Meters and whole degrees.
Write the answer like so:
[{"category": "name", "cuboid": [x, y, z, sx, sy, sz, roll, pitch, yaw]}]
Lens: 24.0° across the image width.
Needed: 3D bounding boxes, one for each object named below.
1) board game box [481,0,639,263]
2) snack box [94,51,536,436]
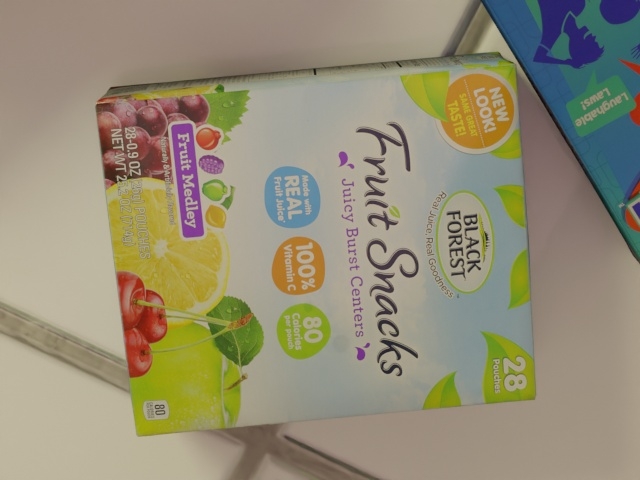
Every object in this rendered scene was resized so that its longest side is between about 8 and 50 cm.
[{"category": "board game box", "cuboid": [0.180, -0.103, 0.736, 0.160, 0.047, 0.210, -33, 114, 7]}, {"category": "snack box", "cuboid": [0.000, 0.000, 0.769, 0.207, 0.070, 0.174, -6, 103, -1]}]
